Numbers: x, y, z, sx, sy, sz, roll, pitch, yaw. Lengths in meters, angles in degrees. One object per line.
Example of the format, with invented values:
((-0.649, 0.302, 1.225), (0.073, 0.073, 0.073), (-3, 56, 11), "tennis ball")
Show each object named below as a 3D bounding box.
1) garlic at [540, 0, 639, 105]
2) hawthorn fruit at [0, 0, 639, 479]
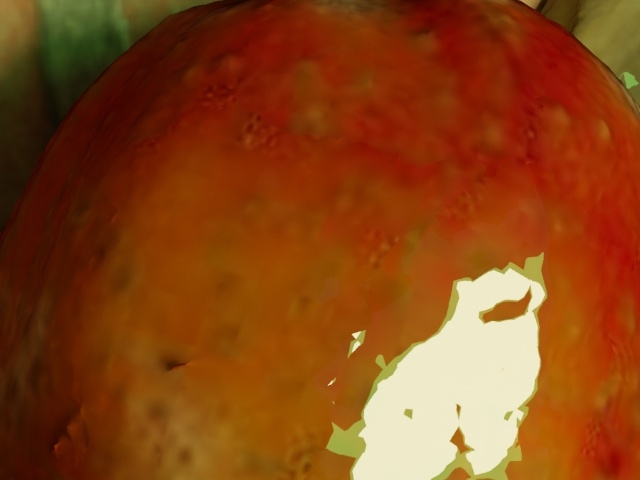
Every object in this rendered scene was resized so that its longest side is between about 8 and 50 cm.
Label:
((0.139, -0.064, 0.831), (0.101, 0.087, 0.195), (40, 73, -21), "garlic")
((0.000, 0.000, 0.625), (0.254, 0.254, 0.300), (-2, 94, -39), "hawthorn fruit")
